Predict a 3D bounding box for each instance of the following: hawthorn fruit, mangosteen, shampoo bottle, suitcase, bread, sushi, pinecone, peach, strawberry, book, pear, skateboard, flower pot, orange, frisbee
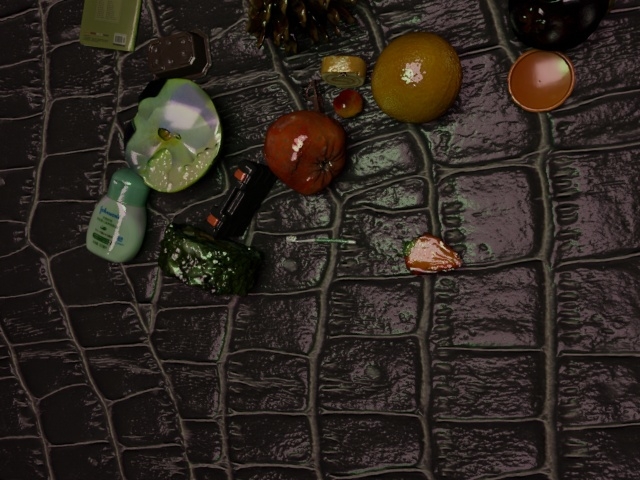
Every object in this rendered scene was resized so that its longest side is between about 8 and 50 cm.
[{"bbox_3d":[-0.075,-0.303,1.663,0.307,0.276,0.276,28,101,27],"label":"hawthorn fruit"},{"bbox_3d":[0.676,-0.685,1.420,0.287,0.233,0.288,-15,64,33],"label":"mangosteen"},{"bbox_3d":[-0.750,-0.104,1.922,0.221,0.151,0.350,24,99,16],"label":"shampoo bottle"},{"bbox_3d":[-0.273,-0.139,1.747,0.066,0.206,0.286,37,102,16],"label":"suitcase"},{"bbox_3d":[0.077,-0.547,1.664,0.149,0.122,0.073,4,83,13],"label":"bread"},{"bbox_3d":[-0.392,0.070,1.753,0.351,0.294,0.178,20,94,16],"label":"sushi"},{"bbox_3d":[-0.053,-0.764,1.600,0.383,0.384,0.385,1,94,16],"label":"pinecone"},{"bbox_3d":[0.092,-0.450,1.675,0.100,0.100,0.101,1,94,16],"label":"peach"},{"bbox_3d":[0.347,0.048,1.638,0.192,0.085,0.141,-17,81,11],"label":"strawberry"},{"bbox_3d":[-0.792,-0.911,1.944,0.239,0.035,0.353,14,97,14],"label":"book"},{"bbox_3d":[-0.495,-0.364,1.820,0.398,0.165,0.400,1,94,17],"label":"pear"},{"bbox_3d":[-0.020,-0.472,1.734,0.080,0.067,0.152,-11,85,27],"label":"skateboard"},{"bbox_3d":[-0.530,-0.677,1.855,0.250,0.084,0.179,-7,92,16],"label":"flower pot"},{"bbox_3d":[0.287,-0.486,1.532,0.273,0.274,0.275,1,94,16],"label":"orange"},{"bbox_3d":[0.665,-0.483,1.536,0.191,0.035,0.192,1,94,16],"label":"frisbee"}]

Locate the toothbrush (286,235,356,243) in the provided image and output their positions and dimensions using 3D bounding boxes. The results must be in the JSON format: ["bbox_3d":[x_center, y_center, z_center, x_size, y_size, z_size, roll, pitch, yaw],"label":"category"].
[{"bbox_3d":[0.000,0.000,1.773,0.256,0.018,0.024,3,88,17],"label":"toothbrush"}]

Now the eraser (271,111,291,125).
[{"bbox_3d":[-0.122,-0.402,1.779,0.084,0.027,0.063,-35,82,16],"label":"eraser"}]
